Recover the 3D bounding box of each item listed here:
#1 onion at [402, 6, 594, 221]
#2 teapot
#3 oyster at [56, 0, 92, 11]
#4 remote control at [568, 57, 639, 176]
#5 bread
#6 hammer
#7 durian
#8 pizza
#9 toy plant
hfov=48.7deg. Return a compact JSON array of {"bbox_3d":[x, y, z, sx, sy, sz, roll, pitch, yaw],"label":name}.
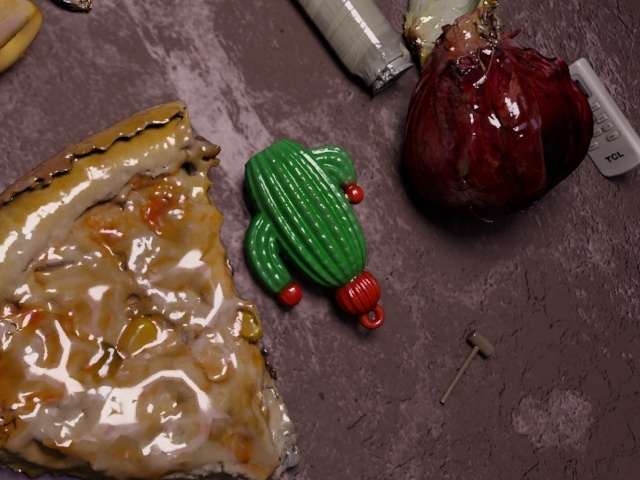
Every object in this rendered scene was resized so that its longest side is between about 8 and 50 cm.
[{"bbox_3d":[0.243,-0.145,0.933,0.281,0.221,0.281,-1,92,-29],"label":"onion"},{"bbox_3d":[0.049,-0.301,0.975,0.200,0.077,0.107,54,40,-1],"label":"teapot"},{"bbox_3d":[-0.302,-0.300,0.831,0.083,0.019,0.054,38,59,-8],"label":"oyster"},{"bbox_3d":[0.433,-0.189,1.113,0.029,0.087,0.190,-35,91,-27],"label":"remote control"},{"bbox_3d":[-0.352,-0.216,0.756,0.082,0.056,0.115,18,52,0],"label":"bread"},{"bbox_3d":[0.186,0.167,0.915,0.035,0.019,0.110,43,63,-7],"label":"hammer"},{"bbox_3d":[0.199,-0.349,1.063,0.139,0.144,0.252,6,74,16],"label":"durian"},{"bbox_3d":[-0.236,0.082,0.702,0.392,0.080,0.435,-15,79,-29],"label":"pizza"},{"bbox_3d":[-0.014,-0.003,0.838,0.155,0.088,0.240,-8,88,-16],"label":"toy plant"}]
